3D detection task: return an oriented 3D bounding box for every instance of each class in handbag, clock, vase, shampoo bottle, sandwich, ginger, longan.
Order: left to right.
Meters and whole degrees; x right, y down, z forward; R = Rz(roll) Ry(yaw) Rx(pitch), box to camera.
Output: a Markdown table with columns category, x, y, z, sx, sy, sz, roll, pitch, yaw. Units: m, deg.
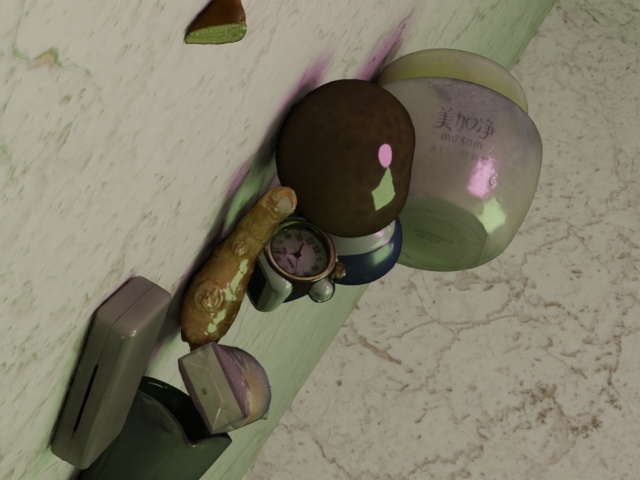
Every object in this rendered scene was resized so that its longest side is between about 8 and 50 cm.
| category | x | y | z | sx | sy | sz | roll | pitch | yaw |
| --- | --- | --- | --- | --- | --- | --- | --- | --- | --- |
| vase | -0.260 | 0.328 | 1.906 | 0.301 | 0.156 | 0.251 | -55 | -162 | 11 |
| handbag | -0.127 | 0.197 | 1.865 | 0.095 | 0.117 | 0.173 | -24 | 171 | 8 |
| sandwich | -0.089 | -0.207 | 1.323 | 0.083 | 0.044 | 0.031 | -57 | 167 | -32 |
| ginger | -0.122 | 0.048 | 1.861 | 0.334 | 0.081 | 0.148 | -60 | 172 | 29 |
| clock | 0.000 | 0.000 | 1.982 | 0.243 | 0.200 | 0.146 | -19 | 152 | -28 |
| longan | 0.033 | -0.110 | 1.869 | 0.198 | 0.198 | 0.212 | 11 | 86 | -81 |
| shampoo bottle | 0.191 | -0.120 | 2.253 | 0.322 | 0.322 | 0.317 | 104 | -2 | -63 |

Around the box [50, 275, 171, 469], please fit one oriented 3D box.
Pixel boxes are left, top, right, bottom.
| category | x | y | z | sx | sy | sz | roll | pitch | yaw |
| --- | --- | --- | --- | --- | --- | --- | --- | --- | --- |
| box | -0.244 | 0.156 | 1.628 | 0.103 | 0.055 | 0.244 | -47 | 165 | -52 |

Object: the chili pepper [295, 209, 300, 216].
| category | x | y | z | sx | sy | sz | roll | pitch | yaw |
| --- | --- | --- | --- | --- | --- | --- | --- | --- | --- |
| chili pepper | 0.005 | -0.078 | 2.117 | 0.270 | 0.099 | 0.136 | -59 | 161 | 21 |
